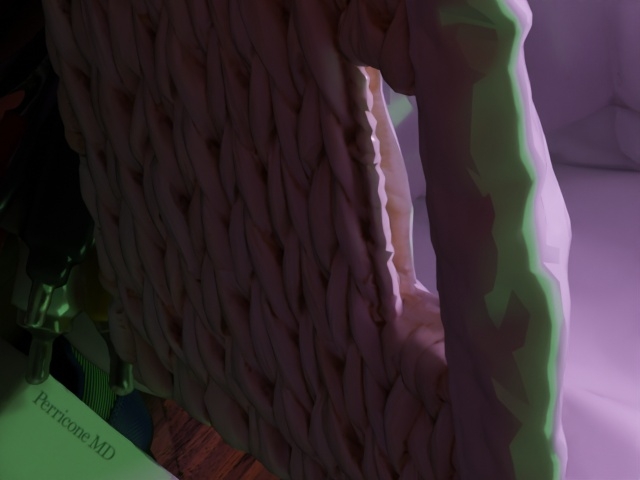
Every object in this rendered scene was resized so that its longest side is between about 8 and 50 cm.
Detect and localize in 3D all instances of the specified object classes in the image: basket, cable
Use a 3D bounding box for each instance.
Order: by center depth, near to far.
[{"bbox_3d":[0.095,-0.094,0.637,0.331,0.266,0.328,-28,125,-29],"label":"basket"},{"bbox_3d":[-0.112,-0.078,0.814,0.072,0.139,0.287,136,-28,-82],"label":"cable"}]

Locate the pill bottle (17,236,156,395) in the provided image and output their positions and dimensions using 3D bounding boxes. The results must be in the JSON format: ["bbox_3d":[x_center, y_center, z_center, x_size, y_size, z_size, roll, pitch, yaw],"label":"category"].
[{"bbox_3d":[-0.003,-0.008,0.999,0.204,0.204,0.361,-57,162,6],"label":"pill bottle"}]

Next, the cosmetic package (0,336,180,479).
[{"bbox_3d":[-0.213,0.205,0.890,0.309,0.113,0.160,-52,126,-9],"label":"cosmetic package"}]

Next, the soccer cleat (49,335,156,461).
[{"bbox_3d":[-0.219,0.170,1.000,0.289,0.093,0.121,-45,130,-15],"label":"soccer cleat"}]
